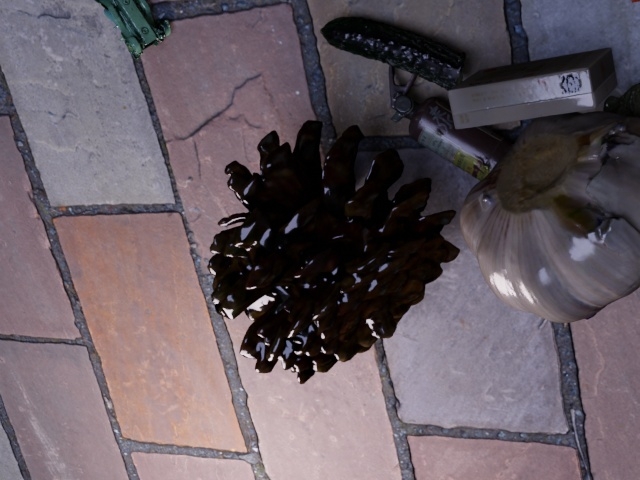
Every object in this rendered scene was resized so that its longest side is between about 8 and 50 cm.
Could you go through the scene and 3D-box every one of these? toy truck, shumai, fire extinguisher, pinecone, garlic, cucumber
[{"bbox_3d":[-0.325,-0.380,1.726,0.154,0.080,0.078,55,153,-8],"label":"toy truck"},{"bbox_3d":[0.427,-0.187,1.425,0.080,0.082,0.083,11,80,33],"label":"shumai"},{"bbox_3d":[0.194,-0.179,1.564,0.252,0.106,0.075,33,165,10],"label":"fire extinguisher"},{"bbox_3d":[0.000,0.000,1.571,0.397,0.398,0.398,13,121,22],"label":"pinecone"},{"bbox_3d":[0.333,-0.036,1.371,0.322,0.322,0.241,-23,105,35],"label":"garlic"},{"bbox_3d":[0.109,-0.286,1.537,0.245,0.067,0.067,27,126,23],"label":"cucumber"}]

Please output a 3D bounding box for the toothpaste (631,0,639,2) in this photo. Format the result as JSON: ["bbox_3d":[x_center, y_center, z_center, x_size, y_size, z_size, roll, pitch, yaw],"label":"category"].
[{"bbox_3d":[0.408,-0.402,1.342,0.048,0.031,0.190,-6,115,27],"label":"toothpaste"}]

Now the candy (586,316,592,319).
[{"bbox_3d":[0.422,-0.014,1.521,0.145,0.070,0.275,45,128,12],"label":"candy"}]

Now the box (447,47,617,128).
[{"bbox_3d":[0.294,-0.210,1.437,0.201,0.141,0.058,-5,108,29],"label":"box"}]
